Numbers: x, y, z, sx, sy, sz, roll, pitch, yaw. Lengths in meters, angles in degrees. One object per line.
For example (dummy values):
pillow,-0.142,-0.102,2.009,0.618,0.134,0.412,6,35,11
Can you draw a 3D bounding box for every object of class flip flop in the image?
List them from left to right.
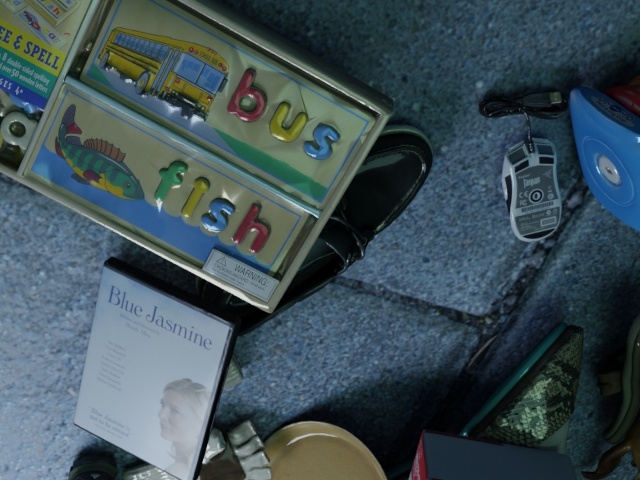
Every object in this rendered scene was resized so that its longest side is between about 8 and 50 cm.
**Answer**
flip flop,0.421,0.176,1.371,0.112,0.080,0.277,-42,144,-25

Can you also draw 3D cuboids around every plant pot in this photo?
plant pot,0.000,0.362,1.356,0.236,0.236,0.032,-49,156,18

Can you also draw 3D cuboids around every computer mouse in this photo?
computer mouse,0.250,-0.090,1.216,0.106,0.042,0.193,-12,116,-9

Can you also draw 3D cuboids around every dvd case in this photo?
dvd case,-0.204,0.162,1.217,0.180,0.022,0.253,24,118,14

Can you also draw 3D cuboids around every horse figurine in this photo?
horse figurine,0.513,0.291,1.466,0.263,0.066,0.174,-21,131,-5

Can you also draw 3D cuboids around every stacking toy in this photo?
stacking toy,0.454,-0.155,1.162,0.302,0.175,0.165,-30,134,-8

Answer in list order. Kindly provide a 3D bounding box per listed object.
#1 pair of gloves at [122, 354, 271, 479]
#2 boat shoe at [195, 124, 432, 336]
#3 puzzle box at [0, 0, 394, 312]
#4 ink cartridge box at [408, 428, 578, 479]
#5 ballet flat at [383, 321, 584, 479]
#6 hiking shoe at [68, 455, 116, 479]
pair of gloves,-0.185,0.253,1.330,0.204,0.042,0.240,-16,118,1
boat shoe,-0.003,-0.002,1.176,0.340,0.113,0.127,-31,121,9
puzzle box,-0.162,-0.127,1.050,0.409,0.052,0.272,28,112,-7
ink cartridge box,0.195,0.396,1.266,0.197,0.114,0.272,11,113,-3
ballet flat,0.209,0.317,1.364,0.483,0.164,0.182,-41,81,16
hiking shoe,-0.320,0.406,1.357,0.086,0.114,0.227,3,119,-11
